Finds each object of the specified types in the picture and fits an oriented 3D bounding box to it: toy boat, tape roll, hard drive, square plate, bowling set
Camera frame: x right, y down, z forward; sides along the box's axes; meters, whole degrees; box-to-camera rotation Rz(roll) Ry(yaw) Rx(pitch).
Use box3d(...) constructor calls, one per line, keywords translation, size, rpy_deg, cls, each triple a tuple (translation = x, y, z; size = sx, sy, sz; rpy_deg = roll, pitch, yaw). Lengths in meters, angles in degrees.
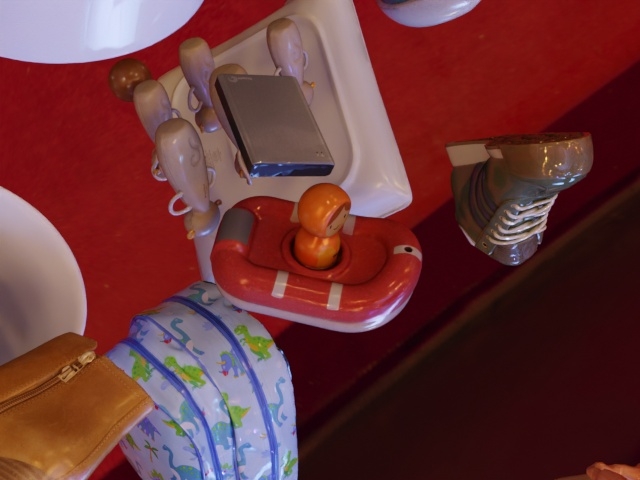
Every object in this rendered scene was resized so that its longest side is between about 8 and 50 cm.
box3d(translation=(0.000, 0.000, 1.248), size=(0.231, 0.151, 0.151), rpy_deg=(12, 46, -2), cls="toy boat")
box3d(translation=(-0.221, -0.279, 0.928), size=(0.286, 0.100, 0.286), rpy_deg=(6, 56, -9), cls="tape roll")
box3d(translation=(0.104, -0.365, 1.639), size=(0.318, 0.267, 0.148), rpy_deg=(-36, 112, 1), cls="toy boat")
box3d(translation=(-0.050, -0.123, 1.205), size=(0.094, 0.022, 0.135), rpy_deg=(-2, 50, -27), cls="hard drive")
box3d(translation=(-0.073, -0.145, 1.553), size=(0.344, 0.049, 0.347), rpy_deg=(-24, 71, 26), cls="square plate")
box3d(translation=(-0.149, -0.153, 1.383), size=(0.287, 0.200, 0.154), rpy_deg=(-47, 140, -33), cls="bowling set")

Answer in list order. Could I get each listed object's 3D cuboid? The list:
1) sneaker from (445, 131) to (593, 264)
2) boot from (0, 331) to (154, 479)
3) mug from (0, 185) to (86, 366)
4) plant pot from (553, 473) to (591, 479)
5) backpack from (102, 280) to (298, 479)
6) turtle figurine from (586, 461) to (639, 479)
box3d(translation=(0.133, -0.026, 0.752), size=(0.064, 0.192, 0.086), rpy_deg=(-8, 96, -9), cls="sneaker")
box3d(translation=(-0.316, 0.152, 1.058), size=(0.211, 0.295, 0.104), rpy_deg=(-44, 144, -37), cls="boot")
box3d(translation=(-0.470, 0.081, 1.274), size=(0.276, 0.328, 0.374), rpy_deg=(-8, 65, -42), cls="mug")
box3d(translation=(0.342, 0.310, 1.046), size=(0.254, 0.276, 0.276), rpy_deg=(-7, 92, 27), cls="plant pot")
box3d(translation=(-0.155, 0.228, 1.518), size=(0.273, 0.290, 0.355), rpy_deg=(-15, 135, -39), cls="backpack")
box3d(translation=(0.223, 0.166, 0.376), size=(0.217, 0.269, 0.087), rpy_deg=(7, 111, -40), cls="turtle figurine")
